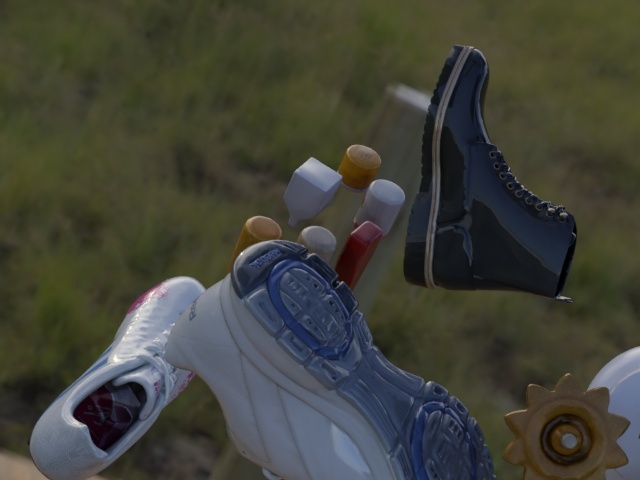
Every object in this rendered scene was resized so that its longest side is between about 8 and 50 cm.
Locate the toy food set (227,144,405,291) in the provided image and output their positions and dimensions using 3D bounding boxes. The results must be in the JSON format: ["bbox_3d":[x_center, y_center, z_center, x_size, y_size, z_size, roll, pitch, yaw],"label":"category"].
[{"bbox_3d":[0.000,0.000,1.846,0.111,0.104,0.232,32,37,11],"label":"toy food set"}]

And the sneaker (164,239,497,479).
[{"bbox_3d":[0.015,0.134,1.272,0.297,0.129,0.111,51,39,-9],"label":"sneaker"}]

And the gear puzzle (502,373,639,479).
[{"bbox_3d":[0.270,0.197,1.225,0.339,0.175,0.044,26,0,-4],"label":"gear puzzle"}]

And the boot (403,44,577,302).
[{"bbox_3d":[0.151,-0.051,1.456,0.137,0.198,0.077,10,7,18],"label":"boot"}]

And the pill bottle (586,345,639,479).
[{"bbox_3d":[0.260,0.140,1.388,0.124,0.124,0.221,28,0,9],"label":"pill bottle"}]

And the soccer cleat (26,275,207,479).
[{"bbox_3d":[-0.200,0.156,2.096,0.116,0.143,0.331,50,51,-14],"label":"soccer cleat"}]
